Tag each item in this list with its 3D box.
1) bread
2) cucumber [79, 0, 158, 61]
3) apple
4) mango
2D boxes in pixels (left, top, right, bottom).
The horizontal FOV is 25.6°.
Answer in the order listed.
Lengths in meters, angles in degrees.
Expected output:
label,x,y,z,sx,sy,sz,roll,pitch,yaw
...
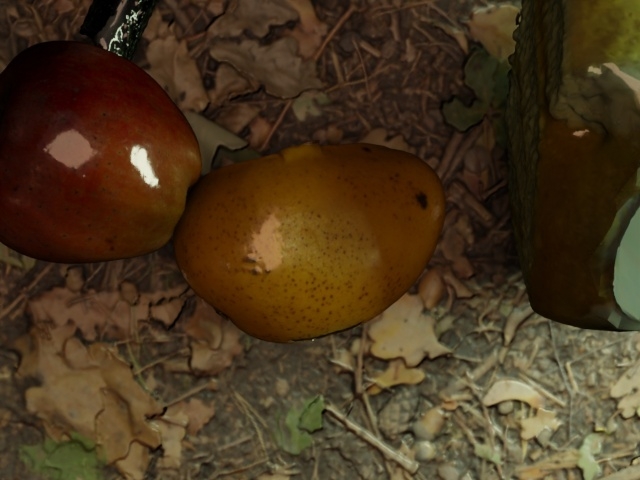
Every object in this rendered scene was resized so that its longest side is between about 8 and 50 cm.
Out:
label,x,y,z,sx,sy,sz,roll,pitch,yaw
bread,0.310,-0.098,1.338,0.239,0.264,0.395,-4,121,-1
cucumber,-0.170,-0.282,1.404,0.067,0.067,0.245,26,87,-11
apple,-0.226,-0.078,1.322,0.234,0.234,0.234,-1,94,-10
mango,0.000,0.000,1.408,0.290,0.160,0.191,-17,90,-18
